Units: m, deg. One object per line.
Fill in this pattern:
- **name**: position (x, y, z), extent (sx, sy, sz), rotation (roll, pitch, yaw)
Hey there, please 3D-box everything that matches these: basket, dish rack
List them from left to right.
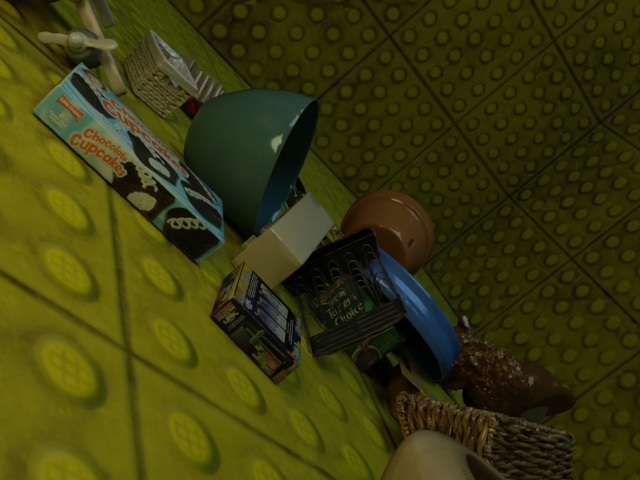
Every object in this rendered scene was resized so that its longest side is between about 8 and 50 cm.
- **basket**: position (-0.354, -0.361, 1.578), extent (0.113, 0.103, 0.167), rotation (41, 12, -42)
- **dish rack**: position (0.042, 0.098, 1.347), extent (0.074, 0.208, 0.271), rotation (62, 4, -29)
- **basket**: position (0.285, 0.414, 1.309), extent (0.223, 0.213, 0.299), rotation (1, -16, 46)

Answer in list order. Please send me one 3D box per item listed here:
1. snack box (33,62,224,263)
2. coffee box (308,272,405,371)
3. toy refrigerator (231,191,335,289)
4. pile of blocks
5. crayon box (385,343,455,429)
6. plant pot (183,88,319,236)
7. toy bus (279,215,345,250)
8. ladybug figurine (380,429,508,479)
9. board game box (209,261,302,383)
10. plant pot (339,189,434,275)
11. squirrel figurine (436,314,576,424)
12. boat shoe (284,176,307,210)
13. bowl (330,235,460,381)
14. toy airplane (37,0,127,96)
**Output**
- **snack box**: position (-0.279, -0.122, 1.111), extent (0.322, 0.060, 0.187), rotation (46, 10, -23)
- **coffee box**: position (0.073, 0.164, 1.482), extent (0.184, 0.113, 0.040), rotation (52, 12, 7)
- **toy refrigerator**: position (-0.065, -0.003, 1.356), extent (0.094, 0.102, 0.269), rotation (49, 22, -5)
- **pile of blocks**: position (-0.283, -0.327, 1.863), extent (0.362, 0.149, 0.112), rotation (36, 57, -24)
- **crayon box**: position (0.238, 0.373, 1.519), extent (0.318, 0.081, 0.202), rotation (49, 10, -8)
- **plant pot**: position (-0.149, -0.178, 1.412), extent (0.195, 0.290, 0.290), rotation (24, 7, 6)
- **toy bus**: position (0.001, -0.002, 1.819), extent (0.191, 0.104, 0.202), rotation (45, 10, -27)
- **ladybug figurine**: position (0.215, 0.425, 0.949), extent (0.449, 0.162, 0.305), rotation (44, 11, -31)
- **board game box**: position (-0.091, 0.118, 1.082), extent (0.141, 0.048, 0.170), rotation (46, 10, -11)
- **plant pot**: position (0.178, 0.012, 2.150), extent (0.291, 0.291, 0.203), rotation (50, 25, -2)
- **squirrel figurine**: position (0.430, 0.350, 1.973), extent (0.397, 0.281, 0.370), rotation (44, 4, -46)
- **boat shoe**: position (-0.062, -0.114, 2.076), extent (0.081, 0.069, 0.227), rotation (43, 11, -36)
- **bowl**: position (0.156, 0.146, 1.616), extent (0.391, 0.077, 0.391), rotation (45, -13, 13)
- **toy airplane**: position (-0.460, -0.494, 1.276), extent (0.386, 0.272, 0.384), rotation (46, -32, 31)
